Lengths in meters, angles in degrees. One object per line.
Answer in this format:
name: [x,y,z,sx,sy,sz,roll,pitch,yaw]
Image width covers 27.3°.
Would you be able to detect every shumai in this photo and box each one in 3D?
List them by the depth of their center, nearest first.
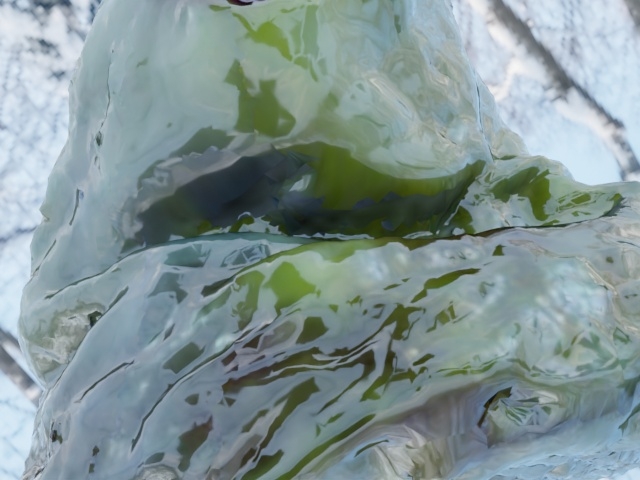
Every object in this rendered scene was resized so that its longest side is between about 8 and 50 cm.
shumai: [0.000,0.000,0.571,0.309,0.263,0.304,-9,166,-23]
